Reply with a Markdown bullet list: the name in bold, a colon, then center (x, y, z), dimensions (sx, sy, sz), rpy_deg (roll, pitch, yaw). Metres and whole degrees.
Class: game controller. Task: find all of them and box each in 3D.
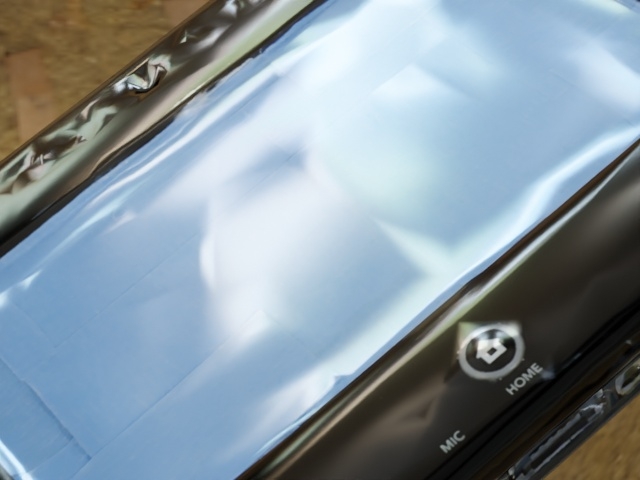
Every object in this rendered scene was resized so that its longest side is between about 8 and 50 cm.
- **game controller**: center (0.000, 0.000, 0.414), dimensions (0.319, 0.067, 0.166), rpy_deg (-40, -143, -12)
